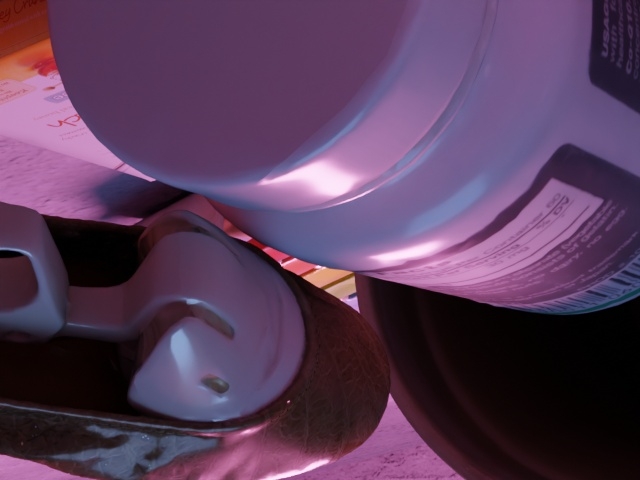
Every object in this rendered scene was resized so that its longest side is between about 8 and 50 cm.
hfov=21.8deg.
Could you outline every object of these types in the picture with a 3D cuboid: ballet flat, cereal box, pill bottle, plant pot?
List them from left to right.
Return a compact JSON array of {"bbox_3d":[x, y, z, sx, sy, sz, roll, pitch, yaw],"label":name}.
[{"bbox_3d":[-0.112,0.025,0.668,0.342,0.116,0.124,12,149,-18],"label":"ballet flat"},{"bbox_3d":[-0.091,-0.095,0.897,0.173,0.047,0.240,-19,164,24],"label":"cereal box"},{"bbox_3d":[0.053,-0.080,0.765,0.204,0.204,0.361,-19,163,25],"label":"pill bottle"},{"bbox_3d":[0.225,0.012,1.030,0.323,0.323,0.280,-20,165,27],"label":"plant pot"}]

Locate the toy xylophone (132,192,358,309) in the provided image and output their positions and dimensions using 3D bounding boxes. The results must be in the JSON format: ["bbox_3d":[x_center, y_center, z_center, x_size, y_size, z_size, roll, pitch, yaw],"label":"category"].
[{"bbox_3d":[0.000,0.000,1.262,0.322,0.081,0.236,0,161,-40],"label":"toy xylophone"}]
